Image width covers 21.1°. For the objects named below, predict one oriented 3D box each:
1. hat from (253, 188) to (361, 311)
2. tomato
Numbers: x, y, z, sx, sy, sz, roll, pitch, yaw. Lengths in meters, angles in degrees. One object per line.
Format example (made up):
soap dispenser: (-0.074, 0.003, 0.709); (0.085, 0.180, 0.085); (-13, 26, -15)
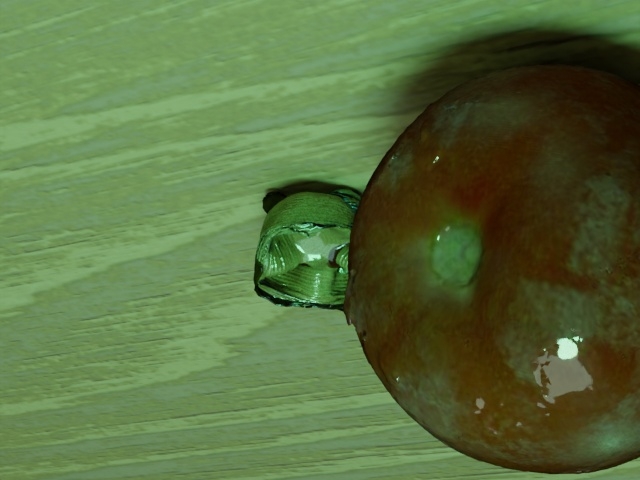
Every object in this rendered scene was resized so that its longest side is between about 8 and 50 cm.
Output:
hat: (0.000, 0.000, 1.054); (0.077, 0.059, 0.076); (8, 136, -4)
tomato: (0.120, 0.016, 0.876); (0.208, 0.208, 0.184); (-15, 164, 40)
